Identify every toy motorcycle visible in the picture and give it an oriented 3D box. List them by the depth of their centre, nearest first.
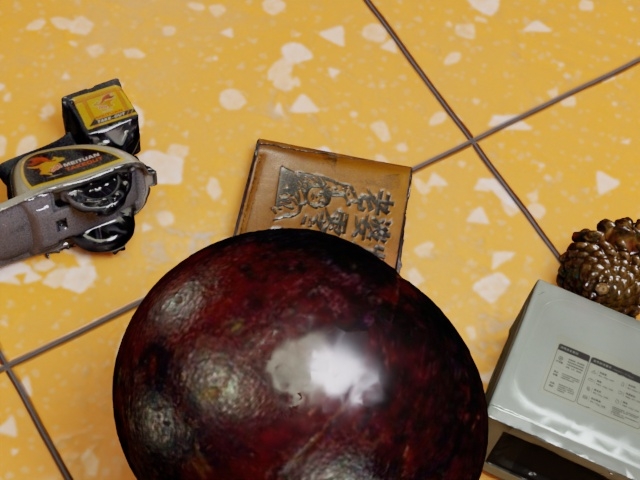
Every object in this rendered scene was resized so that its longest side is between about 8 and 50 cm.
[{"bbox_3d":[-0.275,-0.040,1.250,0.263,0.091,0.157,-21,58,-19],"label":"toy motorcycle"}]

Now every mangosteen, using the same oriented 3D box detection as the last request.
[{"bbox_3d":[-0.031,0.140,1.063,0.300,0.300,0.300,3,62,-5],"label":"mangosteen"}]

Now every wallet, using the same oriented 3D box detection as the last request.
[{"bbox_3d":[0.001,-0.001,1.282,0.161,0.042,0.195,12,61,0],"label":"wallet"}]

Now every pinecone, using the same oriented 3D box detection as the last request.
[{"bbox_3d":[0.278,0.026,1.272,0.109,0.102,0.102,-16,64,-26],"label":"pinecone"}]

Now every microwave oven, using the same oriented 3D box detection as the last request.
[{"bbox_3d":[0.246,0.152,1.182,0.208,0.122,0.162,23,62,6],"label":"microwave oven"}]
